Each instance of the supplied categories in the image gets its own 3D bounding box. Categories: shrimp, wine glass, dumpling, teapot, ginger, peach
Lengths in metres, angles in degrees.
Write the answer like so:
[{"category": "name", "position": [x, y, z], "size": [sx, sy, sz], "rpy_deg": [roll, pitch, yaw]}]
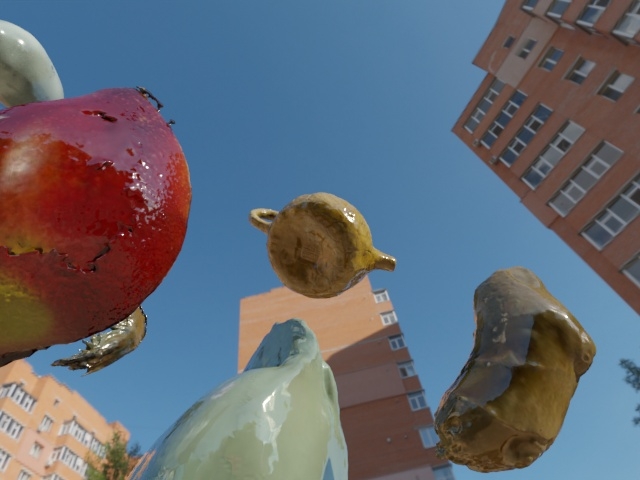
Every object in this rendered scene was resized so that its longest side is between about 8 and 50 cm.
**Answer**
[{"category": "shrimp", "position": [-0.491, 0.196, 0.919], "size": [0.058, 0.253, 0.173], "rpy_deg": [-19, -92, 19]}, {"category": "wine glass", "position": [-0.559, -0.344, 0.690], "size": [0.144, 0.143, 0.321], "rpy_deg": [3, -23, -11]}, {"category": "dumpling", "position": [-0.079, 0.263, 0.367], "size": [0.212, 0.321, 0.269], "rpy_deg": [37, -54, 13]}, {"category": "teapot", "position": [0.000, 0.000, 0.814], "size": [0.312, 0.167, 0.203], "rpy_deg": [22, -69, 19]}, {"category": "ginger", "position": [0.150, 0.095, 0.320], "size": [0.096, 0.190, 0.068], "rpy_deg": [23, -34, 26]}, {"category": "peach", "position": [-0.197, -0.044, 0.324], "size": [0.189, 0.278, 0.068], "rpy_deg": [20, -28, -15]}]
